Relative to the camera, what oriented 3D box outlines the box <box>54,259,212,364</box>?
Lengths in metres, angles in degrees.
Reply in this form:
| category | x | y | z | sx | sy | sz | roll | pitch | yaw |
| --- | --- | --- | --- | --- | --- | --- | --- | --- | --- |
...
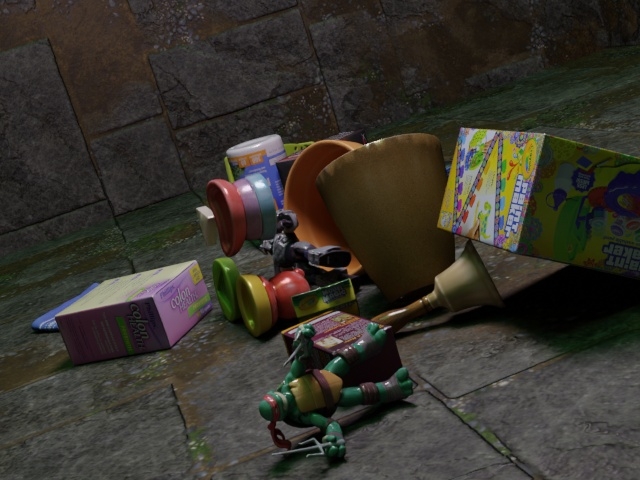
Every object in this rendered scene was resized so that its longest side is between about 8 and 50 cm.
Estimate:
| category | x | y | z | sx | sy | sz | roll | pitch | yaw |
| --- | --- | --- | --- | --- | --- | --- | --- | --- | --- |
| box | -0.389 | 0.151 | 1.979 | 0.243 | 0.117 | 0.213 | -13 | 14 | 21 |

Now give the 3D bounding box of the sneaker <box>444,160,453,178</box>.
| category | x | y | z | sx | sy | sz | roll | pitch | yaw |
| --- | --- | --- | --- | --- | --- | --- | --- | --- | --- |
| sneaker | 0.282 | -0.157 | 2.479 | 0.232 | 0.081 | 0.090 | -13 | 9 | -11 |

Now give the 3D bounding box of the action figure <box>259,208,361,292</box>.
| category | x | y | z | sx | sy | sz | roll | pitch | yaw |
| --- | --- | --- | --- | --- | --- | --- | --- | --- | --- |
| action figure | -0.043 | 0.032 | 1.916 | 0.099 | 0.185 | 0.285 | -21 | 23 | -32 |

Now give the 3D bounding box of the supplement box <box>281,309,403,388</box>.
| category | x | y | z | sx | sy | sz | roll | pitch | yaw |
| --- | --- | --- | --- | --- | --- | --- | --- | --- | --- |
| supplement box | 0.031 | 0.171 | 1.434 | 0.104 | 0.080 | 0.188 | -22 | 14 | -23 |

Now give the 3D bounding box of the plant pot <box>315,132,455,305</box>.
| category | x | y | z | sx | sy | sz | roll | pitch | yaw |
| --- | --- | --- | --- | --- | --- | --- | --- | --- | --- |
| plant pot | 0.143 | -0.024 | 1.660 | 0.237 | 0.254 | 0.237 | -17 | -16 | -5 |

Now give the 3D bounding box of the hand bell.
| category | x | y | z | sx | sy | sz | roll | pitch | yaw |
| --- | --- | --- | --- | --- | --- | --- | --- | --- | --- |
| hand bell | 0.166 | 0.106 | 1.535 | 0.242 | 0.126 | 0.126 | -27 | 12 | 8 |

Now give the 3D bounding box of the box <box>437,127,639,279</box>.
| category | x | y | z | sx | sy | sz | roll | pitch | yaw |
| --- | --- | --- | --- | --- | --- | --- | --- | --- | --- |
| box | 0.383 | -0.056 | 1.459 | 0.290 | 0.177 | 0.279 | 11 | 5 | -18 |

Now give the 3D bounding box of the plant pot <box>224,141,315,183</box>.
| category | x | y | z | sx | sy | sz | roll | pitch | yaw |
| --- | --- | --- | --- | --- | --- | --- | --- | --- | --- |
| plant pot | -0.111 | -0.169 | 2.721 | 0.227 | 0.228 | 0.207 | -7 | 9 | 38 |

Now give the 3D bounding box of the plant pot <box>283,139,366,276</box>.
| category | x | y | z | sx | sy | sz | roll | pitch | yaw |
| --- | --- | --- | --- | --- | --- | --- | --- | --- | --- |
| plant pot | 0.090 | -0.070 | 1.981 | 0.204 | 0.290 | 0.291 | -8 | 3 | -43 |

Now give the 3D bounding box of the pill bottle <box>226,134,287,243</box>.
| category | x | y | z | sx | sy | sz | roll | pitch | yaw |
| --- | --- | --- | --- | --- | --- | --- | --- | --- | --- |
| pill bottle | -0.138 | -0.129 | 2.458 | 0.152 | 0.272 | 0.152 | -16 | 12 | 4 |

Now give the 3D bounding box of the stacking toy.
| category | x | y | z | sx | sy | sz | roll | pitch | yaw |
| --- | --- | --- | --- | --- | --- | --- | --- | --- | --- |
| stacking toy | -0.130 | 0.023 | 1.852 | 0.130 | 0.308 | 0.279 | -14 | 1 | -20 |

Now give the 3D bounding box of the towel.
| category | x | y | z | sx | sy | sz | roll | pitch | yaw |
| --- | --- | --- | --- | --- | --- | --- | --- | --- | --- |
| towel | -0.530 | 0.156 | 2.312 | 0.336 | 0.040 | 0.243 | -7 | 17 | 37 |

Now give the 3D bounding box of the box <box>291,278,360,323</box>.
| category | x | y | z | sx | sy | sz | roll | pitch | yaw |
| --- | --- | --- | --- | --- | --- | --- | --- | --- | --- |
| box | 0.012 | 0.114 | 1.587 | 0.105 | 0.043 | 0.179 | -18 | -22 | 0 |

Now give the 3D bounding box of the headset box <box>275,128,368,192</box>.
| category | x | y | z | sx | sy | sz | roll | pitch | yaw |
| --- | --- | --- | --- | --- | --- | --- | --- | --- | --- |
| headset box | 0.021 | -0.143 | 2.433 | 0.110 | 0.218 | 0.293 | -6 | 17 | 41 |

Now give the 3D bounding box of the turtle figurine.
| category | x | y | z | sx | sy | sz | roll | pitch | yaw |
| --- | --- | --- | --- | --- | --- | --- | --- | --- | --- |
| turtle figurine | 0.001 | 0.196 | 1.248 | 0.234 | 0.175 | 0.118 | -16 | -7 | -33 |
